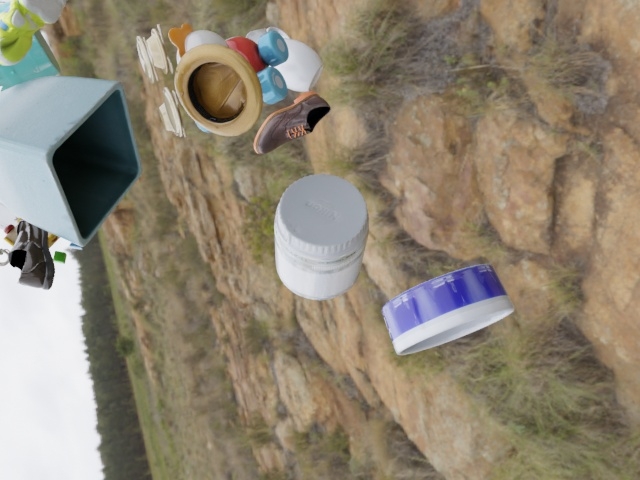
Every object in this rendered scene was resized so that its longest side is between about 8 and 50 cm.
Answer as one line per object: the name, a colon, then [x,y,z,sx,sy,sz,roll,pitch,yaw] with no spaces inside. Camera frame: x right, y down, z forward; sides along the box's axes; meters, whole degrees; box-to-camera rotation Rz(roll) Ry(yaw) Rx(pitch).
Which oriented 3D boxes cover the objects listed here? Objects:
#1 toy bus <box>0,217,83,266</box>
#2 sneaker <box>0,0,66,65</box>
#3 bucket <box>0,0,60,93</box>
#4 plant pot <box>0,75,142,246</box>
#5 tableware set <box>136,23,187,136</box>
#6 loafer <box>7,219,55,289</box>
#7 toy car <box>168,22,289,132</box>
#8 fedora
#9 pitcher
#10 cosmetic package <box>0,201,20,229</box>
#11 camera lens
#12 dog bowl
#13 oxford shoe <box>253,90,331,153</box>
toy bus: [-0.712,-0.024,1.450,0.104,0.202,0.191,143,122,-68]
sneaker: [-0.665,-0.494,1.254,0.126,0.240,0.091,17,158,29]
bucket: [-0.955,-0.596,1.770,0.281,0.183,0.281,59,170,17]
plant pot: [-0.549,-0.182,1.148,0.248,0.252,0.247,95,-166,-49]
tableware set: [-0.207,-0.205,0.752,0.169,0.020,0.141,23,130,65]
loafer: [-0.644,0.021,1.258,0.220,0.078,0.080,49,121,40]
toy car: [-0.223,-0.384,1.214,0.238,0.219,0.210,36,-134,-48]
fedora: [-0.184,-0.296,1.098,0.079,0.194,0.194,-60,-22,-45]
pitcher: [-0.089,-0.513,1.583,0.178,0.207,0.125,-57,-3,-42]
cosmetic package: [-1.005,-0.150,1.845,0.184,0.151,0.151,-45,31,31]
camera lens: [0.000,0.000,1.372,0.274,0.219,0.219,95,159,-59]
dog bowl: [0.270,0.151,1.227,0.265,0.265,0.104,109,143,-66]
oxford shoe: [-0.087,-0.353,1.755,0.098,0.271,0.097,41,169,37]
